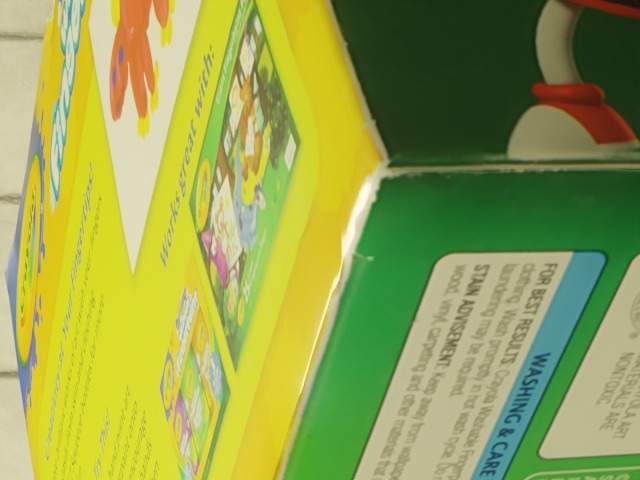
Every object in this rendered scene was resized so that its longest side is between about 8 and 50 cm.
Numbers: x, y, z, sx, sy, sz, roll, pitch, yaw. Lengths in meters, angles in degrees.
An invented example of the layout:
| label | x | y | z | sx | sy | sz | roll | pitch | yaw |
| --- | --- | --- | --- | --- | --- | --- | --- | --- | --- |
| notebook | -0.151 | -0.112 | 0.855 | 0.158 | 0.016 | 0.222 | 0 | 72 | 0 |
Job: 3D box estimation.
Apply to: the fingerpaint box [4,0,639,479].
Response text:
| label | x | y | z | sx | sy | sz | roll | pitch | yaw |
| --- | --- | --- | --- | --- | --- | --- | --- | --- | --- |
| fingerpaint box | 0.000 | 0.000 | 0.672 | 0.445 | 0.163 | 0.371 | 107 | 155 | -44 |
